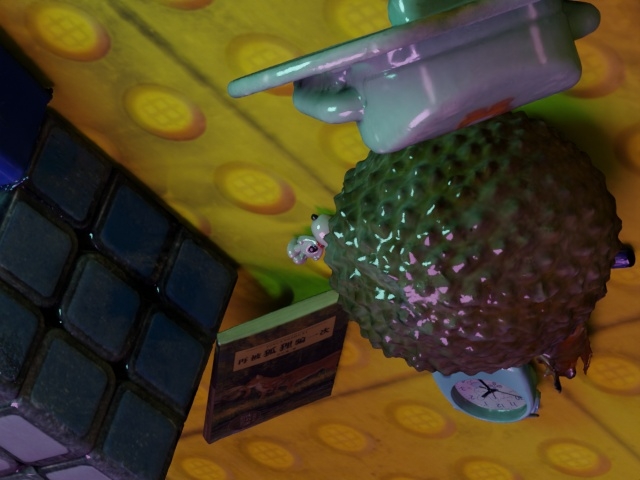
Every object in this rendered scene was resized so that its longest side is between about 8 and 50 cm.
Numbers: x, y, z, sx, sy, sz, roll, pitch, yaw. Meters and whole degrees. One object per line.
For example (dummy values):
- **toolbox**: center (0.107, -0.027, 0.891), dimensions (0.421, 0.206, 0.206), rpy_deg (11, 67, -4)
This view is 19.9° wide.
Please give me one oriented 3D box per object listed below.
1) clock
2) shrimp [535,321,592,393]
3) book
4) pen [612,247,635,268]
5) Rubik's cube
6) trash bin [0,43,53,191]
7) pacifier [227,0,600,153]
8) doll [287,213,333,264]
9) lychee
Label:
- **clock**: center (0.189, 0.160, 1.988), dimensions (0.108, 0.045, 0.147), rpy_deg (0, 143, 26)
- **shrimp**: center (0.206, 0.087, 1.842), dimensions (0.150, 0.068, 0.249), rpy_deg (5, 151, 33)
- **book**: center (-0.050, 0.138, 1.999), dimensions (0.160, 0.024, 0.228), rpy_deg (-20, 153, -20)
- **pen**: center (0.211, 0.023, 1.799), dimensions (0.204, 0.025, 0.025), rpy_deg (-4, 140, 30)
- **Rubik's cube**: center (-0.319, 0.097, 1.906), dimensions (0.303, 0.301, 0.305), rpy_deg (-19, 131, 43)
- **trash bin**: center (-0.371, -0.152, 1.714), dimensions (0.184, 0.162, 0.234), rpy_deg (-11, 142, 37)
- **pacifier**: center (0.073, -0.213, 1.375), dimensions (0.343, 0.269, 0.288), rpy_deg (-18, -176, -19)
- **doll**: center (0.003, 0.005, 1.860), dimensions (0.058, 0.040, 0.085), rpy_deg (36, 140, -3)
- **lychee**: center (0.133, 0.005, 1.617), dimensions (0.255, 0.274, 0.255), rpy_deg (9, 114, 21)
